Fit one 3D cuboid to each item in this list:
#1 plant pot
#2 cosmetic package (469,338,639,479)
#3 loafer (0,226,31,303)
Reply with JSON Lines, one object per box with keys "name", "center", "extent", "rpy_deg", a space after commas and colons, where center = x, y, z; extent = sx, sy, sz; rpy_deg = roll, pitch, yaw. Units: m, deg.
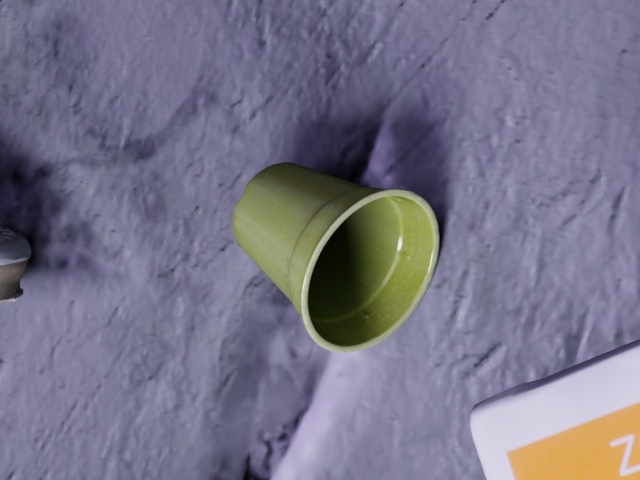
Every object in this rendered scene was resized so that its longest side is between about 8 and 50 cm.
{"name": "plant pot", "center": [0.000, 0.000, 0.696], "extent": [0.079, 0.083, 0.083], "rpy_deg": [31, 101, 43]}
{"name": "cosmetic package", "center": [0.240, 0.226, 0.454], "extent": [0.230, 0.161, 0.453], "rpy_deg": [-30, 71, 36]}
{"name": "loafer", "center": [-0.268, 0.053, 0.846], "extent": [0.251, 0.094, 0.087], "rpy_deg": [-16, 90, 26]}
